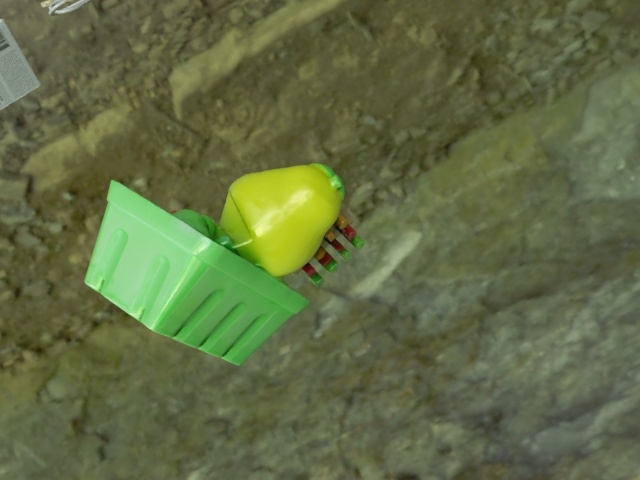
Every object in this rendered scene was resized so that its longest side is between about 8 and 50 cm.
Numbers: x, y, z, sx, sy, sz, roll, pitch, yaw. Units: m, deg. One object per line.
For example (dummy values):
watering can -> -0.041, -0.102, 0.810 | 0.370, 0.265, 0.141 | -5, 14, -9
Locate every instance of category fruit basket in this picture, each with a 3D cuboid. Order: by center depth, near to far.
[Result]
fruit basket -> -0.145, -0.003, 1.561 | 0.392, 0.283, 0.392 | -38, 144, -34

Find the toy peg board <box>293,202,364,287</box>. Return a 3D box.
toy peg board -> 0.000, 0.000, 1.793 | 0.161, 0.079, 0.160 | -43, 151, -3

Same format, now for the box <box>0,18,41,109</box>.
box -> -0.529, -0.260, 1.441 | 0.103, 0.114, 0.203 | -40, -148, -26

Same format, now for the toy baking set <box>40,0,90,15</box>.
toy baking set -> -0.355, -0.408, 1.555 | 0.196, 0.030, 0.256 | -26, -158, -12
